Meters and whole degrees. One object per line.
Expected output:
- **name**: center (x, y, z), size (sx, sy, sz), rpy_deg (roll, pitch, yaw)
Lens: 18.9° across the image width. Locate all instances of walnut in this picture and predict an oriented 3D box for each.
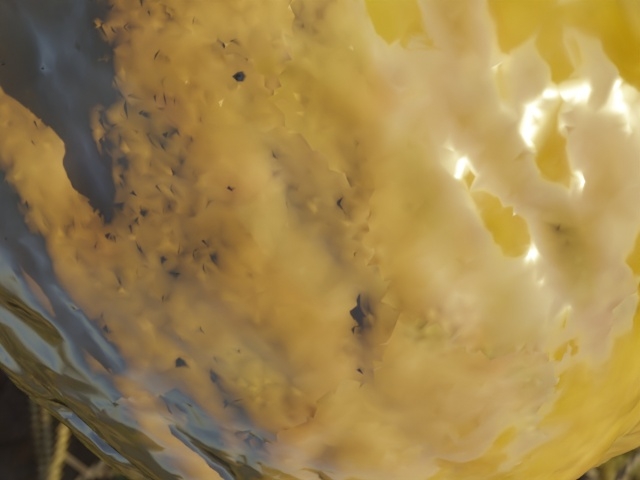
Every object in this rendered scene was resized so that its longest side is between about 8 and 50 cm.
- **walnut**: center (0.008, -0.071, 0.589), size (0.306, 0.306, 0.344), rpy_deg (-15, 114, 33)
